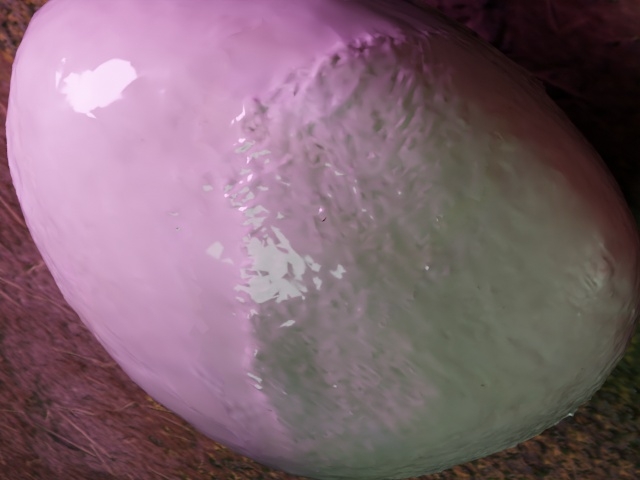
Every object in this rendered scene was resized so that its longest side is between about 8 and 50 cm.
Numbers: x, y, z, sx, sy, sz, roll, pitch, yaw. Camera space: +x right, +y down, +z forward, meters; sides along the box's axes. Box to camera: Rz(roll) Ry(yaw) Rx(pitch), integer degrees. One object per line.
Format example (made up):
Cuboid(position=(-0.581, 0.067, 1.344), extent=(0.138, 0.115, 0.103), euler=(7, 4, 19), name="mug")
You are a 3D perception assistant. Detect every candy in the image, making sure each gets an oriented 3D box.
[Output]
Cuboid(position=(0.000, 0.000, 0.833), extent=(0.295, 0.185, 0.295), euler=(21, 165, 6), name="candy")
